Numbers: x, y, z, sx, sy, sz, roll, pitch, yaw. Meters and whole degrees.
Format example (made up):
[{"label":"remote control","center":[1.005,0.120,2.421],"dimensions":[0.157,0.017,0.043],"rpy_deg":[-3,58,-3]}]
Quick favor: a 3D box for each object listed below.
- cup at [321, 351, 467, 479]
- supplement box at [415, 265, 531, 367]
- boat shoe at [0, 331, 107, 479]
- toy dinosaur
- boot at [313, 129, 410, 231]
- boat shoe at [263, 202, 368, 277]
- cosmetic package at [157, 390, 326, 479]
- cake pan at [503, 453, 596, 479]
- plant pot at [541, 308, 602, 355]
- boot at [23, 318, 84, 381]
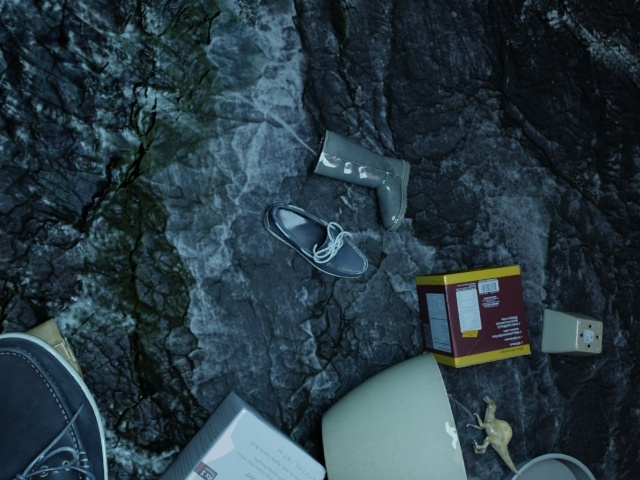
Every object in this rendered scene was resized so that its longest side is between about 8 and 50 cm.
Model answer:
[{"label":"cup","center":[0.133,0.401,1.037],"dimensions":[0.237,0.331,0.330],"rpy_deg":[-10,89,4]},{"label":"supplement box","center":[0.336,0.163,1.189],"dimensions":[0.192,0.129,0.194],"rpy_deg":[-6,88,-18]},{"label":"boat shoe","center":[-0.426,0.374,0.814],"dimensions":[0.187,0.156,0.499],"rpy_deg":[-18,78,-9]},{"label":"toy dinosaur","center":[0.390,0.449,1.208],"dimensions":[0.093,0.053,0.183],"rpy_deg":[-17,74,0]},{"label":"boot","center":[0.086,-0.129,1.162],"dimensions":[0.209,0.076,0.189],"rpy_deg":[16,67,-22]},{"label":"boat shoe","center":[0.000,0.000,1.123],"dimensions":[0.255,0.079,0.095],"rpy_deg":[36,76,-12]},{"label":"cosmetic package","center":[-0.202,0.503,0.983],"dimensions":[0.217,0.156,0.385],"rpy_deg":[41,75,-12]},{"label":"cake pan","center":[0.526,0.641,1.252],"dimensions":[0.293,0.054,0.293],"rpy_deg":[1,86,-17]},{"label":"plant pot","center":[0.611,0.226,1.287],"dimensions":[0.109,0.096,0.108],"rpy_deg":[9,83,-17]},{"label":"boot","center":[-0.590,0.205,0.927],"dimensions":[0.270,0.089,0.236],"rpy_deg":[-25,102,-18]}]
